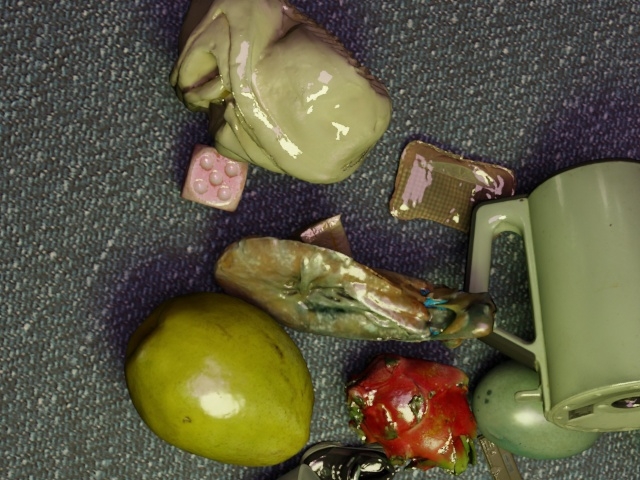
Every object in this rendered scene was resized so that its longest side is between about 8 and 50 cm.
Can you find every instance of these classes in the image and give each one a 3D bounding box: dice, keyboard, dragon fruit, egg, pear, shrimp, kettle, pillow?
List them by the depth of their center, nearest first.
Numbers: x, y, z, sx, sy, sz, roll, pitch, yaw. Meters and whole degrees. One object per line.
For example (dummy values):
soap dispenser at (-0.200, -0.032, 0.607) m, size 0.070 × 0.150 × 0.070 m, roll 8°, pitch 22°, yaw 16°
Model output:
pear at (-0.147, 0.215, 1.547) m, size 0.307 × 0.253 × 0.253 m, roll 32°, pitch 88°, yaw -14°
shrimp at (0.049, 0.076, 1.557) m, size 0.445 × 0.221 × 0.110 m, roll 9°, pitch 55°, yaw 11°
kettle at (0.400, 0.090, 1.580) m, size 0.361 × 0.250 × 0.377 m, roll -10°, pitch 63°, yaw 14°
dice at (-0.166, -0.100, 1.597) m, size 0.091 × 0.093 × 0.094 m, roll 17°, pitch 92°, yaw -11°
dragon fruit at (0.149, 0.299, 1.654) m, size 0.200 × 0.198 × 0.269 m, roll -18°, pitch 119°, yaw -8°
egg at (0.366, 0.278, 1.687) m, size 0.236 × 0.169 × 0.169 m, roll 8°, pitch 93°, yaw -9°
pillow at (0.225, -0.082, 1.702) m, size 0.211 × 0.034 × 0.135 m, roll 14°, pitch 90°, yaw -13°
keyboard at (0.316, 0.390, 1.767) m, size 0.049 × 0.015 × 0.129 m, roll -25°, pitch 98°, yaw -13°

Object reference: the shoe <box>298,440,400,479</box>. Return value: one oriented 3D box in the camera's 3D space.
shoe at (0.051, 0.378, 1.673) m, size 0.169 × 0.099 × 0.071 m, roll 0°, pitch 97°, yaw -10°

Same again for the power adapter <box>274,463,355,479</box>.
power adapter at (-0.030, 0.469, 1.619) m, size 0.255 × 0.124 × 0.187 m, roll -34°, pitch 101°, yaw 12°

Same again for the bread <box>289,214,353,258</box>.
bread at (0.011, 0.018, 1.613) m, size 0.077 × 0.152 × 0.105 m, roll -31°, pitch 94°, yaw -6°

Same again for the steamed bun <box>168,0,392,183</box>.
steamed bun at (-0.075, -0.222, 1.491) m, size 0.352 × 0.339 × 0.247 m, roll 42°, pitch 99°, yaw -6°
